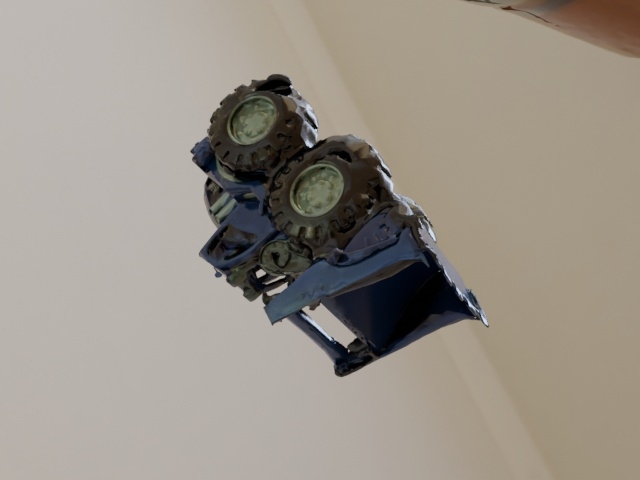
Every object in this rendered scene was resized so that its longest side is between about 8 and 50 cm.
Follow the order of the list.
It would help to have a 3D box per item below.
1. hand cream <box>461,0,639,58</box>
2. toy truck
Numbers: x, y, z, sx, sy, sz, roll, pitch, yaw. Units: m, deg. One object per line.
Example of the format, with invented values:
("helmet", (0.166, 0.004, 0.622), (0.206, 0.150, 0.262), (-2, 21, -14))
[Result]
("hand cream", (-0.020, -0.140, 0.270), (0.314, 0.140, 0.089), (15, -139, -22))
("toy truck", (0.000, 0.000, 0.709), (0.208, 0.126, 0.113), (41, 177, 37))
